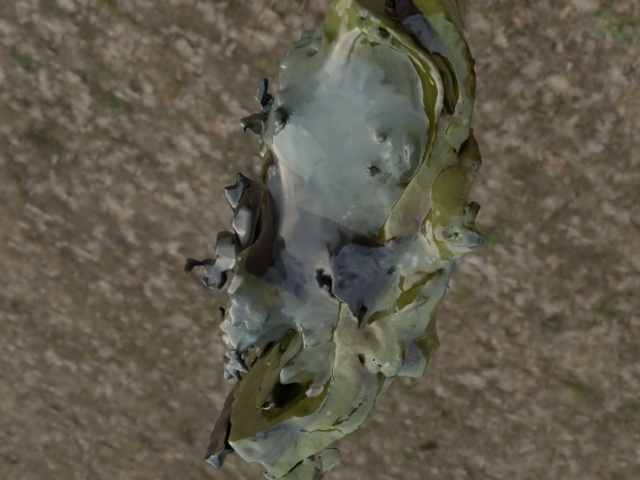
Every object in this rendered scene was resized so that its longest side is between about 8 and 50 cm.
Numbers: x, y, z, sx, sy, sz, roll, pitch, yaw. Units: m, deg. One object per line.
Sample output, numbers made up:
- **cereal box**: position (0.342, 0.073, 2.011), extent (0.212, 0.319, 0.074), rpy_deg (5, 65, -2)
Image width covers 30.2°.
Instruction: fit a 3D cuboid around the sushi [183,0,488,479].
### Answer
- **sushi**: position (0.007, 0.002, 0.593), extent (0.131, 0.139, 0.291), rpy_deg (20, 115, -7)
